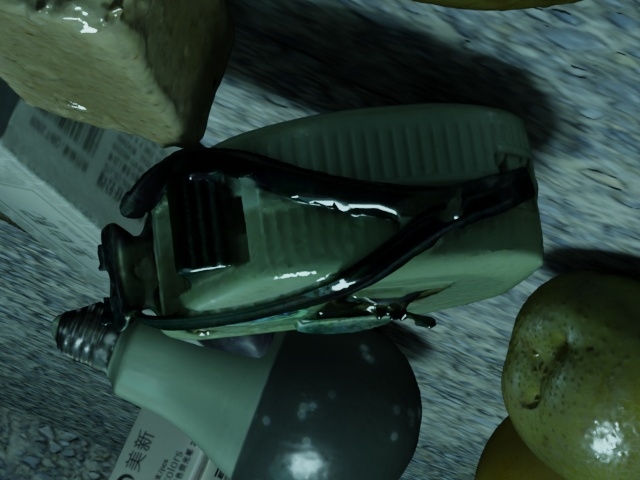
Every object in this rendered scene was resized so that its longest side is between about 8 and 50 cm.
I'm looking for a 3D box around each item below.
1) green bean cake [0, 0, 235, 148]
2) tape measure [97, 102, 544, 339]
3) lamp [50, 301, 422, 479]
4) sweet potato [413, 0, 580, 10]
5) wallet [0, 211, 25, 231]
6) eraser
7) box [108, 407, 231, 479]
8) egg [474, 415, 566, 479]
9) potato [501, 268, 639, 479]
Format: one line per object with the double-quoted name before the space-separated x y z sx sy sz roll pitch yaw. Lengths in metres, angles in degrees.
"green bean cake" -0.118 -0.119 0.985 0.109 0.085 0.179 16 167 15
"tape measure" 0.000 0.000 1.054 0.235 0.115 0.207 -6 172 -11
"lamp" -0.064 0.125 1.663 0.314 0.182 0.182 20 167 17
"sweet potato" -0.047 -0.169 0.744 0.346 0.079 0.108 30 134 -31
"wallet" -0.202 -0.013 1.590 0.243 0.039 0.133 29 167 -38
"eraser" -0.137 -0.032 1.311 0.096 0.098 0.404 14 164 26
"box" -0.084 0.196 1.844 0.091 0.220 0.274 17 164 24
"egg" 0.265 0.238 1.479 0.322 0.250 0.250 33 171 22
"potato" 0.220 0.100 1.281 0.194 0.157 0.157 12 171 -30
